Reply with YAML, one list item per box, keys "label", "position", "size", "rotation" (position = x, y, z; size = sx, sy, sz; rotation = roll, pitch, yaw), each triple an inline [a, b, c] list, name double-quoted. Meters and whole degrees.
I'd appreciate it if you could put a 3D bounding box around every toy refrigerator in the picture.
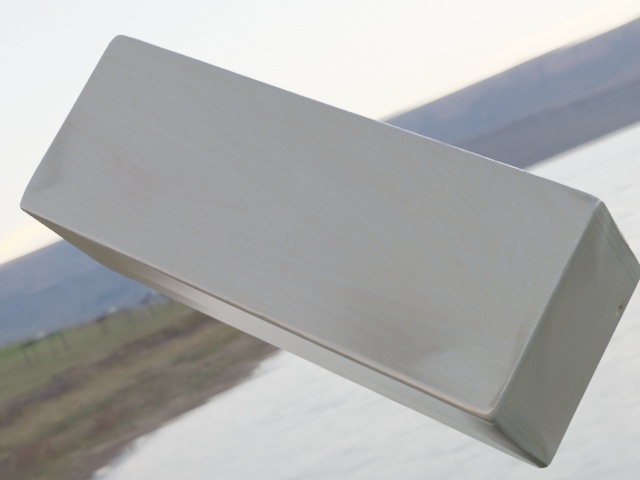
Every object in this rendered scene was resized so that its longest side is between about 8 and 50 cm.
- label: "toy refrigerator"
  position: [0.000, 0.000, 0.650]
  size: [0.269, 0.102, 0.094]
  rotation: [21, -11, 31]
